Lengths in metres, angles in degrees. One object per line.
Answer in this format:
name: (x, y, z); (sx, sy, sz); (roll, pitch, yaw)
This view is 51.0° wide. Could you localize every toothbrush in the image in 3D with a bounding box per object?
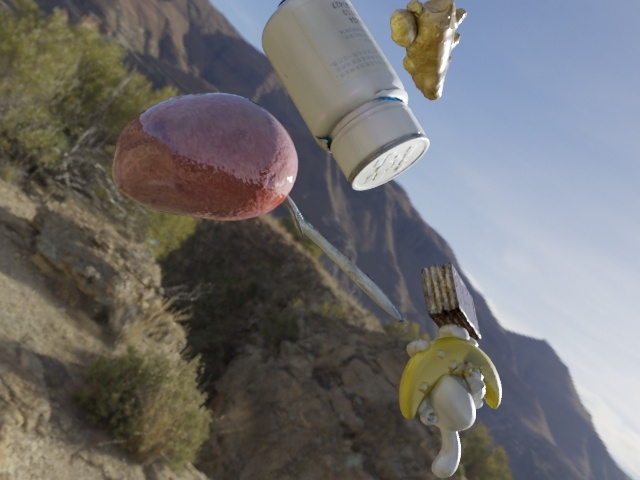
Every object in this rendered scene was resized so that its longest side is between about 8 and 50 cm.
toothbrush: (0.000, 0.000, 1.202); (0.413, 0.042, 0.035); (44, -15, 6)

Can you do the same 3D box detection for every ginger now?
ginger: (0.181, -0.328, 1.106); (0.081, 0.115, 0.205); (31, -9, 30)

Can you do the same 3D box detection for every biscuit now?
biscuit: (0.282, 0.139, 1.446); (0.252, 0.070, 0.106); (46, 33, -55)

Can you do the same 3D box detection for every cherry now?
cherry: (-0.070, -0.057, 0.450); (0.106, 0.087, 0.126); (12, 3, 28)

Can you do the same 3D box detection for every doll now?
doll: (0.255, 0.303, 1.343); (0.111, 0.237, 0.252); (-17, -76, 57)

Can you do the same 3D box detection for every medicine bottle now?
medicine bottle: (0.033, -0.207, 0.923); (0.258, 0.143, 0.143); (61, 4, 16)
